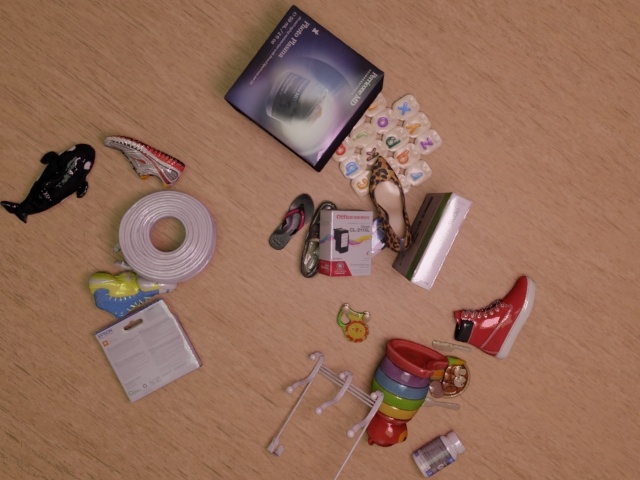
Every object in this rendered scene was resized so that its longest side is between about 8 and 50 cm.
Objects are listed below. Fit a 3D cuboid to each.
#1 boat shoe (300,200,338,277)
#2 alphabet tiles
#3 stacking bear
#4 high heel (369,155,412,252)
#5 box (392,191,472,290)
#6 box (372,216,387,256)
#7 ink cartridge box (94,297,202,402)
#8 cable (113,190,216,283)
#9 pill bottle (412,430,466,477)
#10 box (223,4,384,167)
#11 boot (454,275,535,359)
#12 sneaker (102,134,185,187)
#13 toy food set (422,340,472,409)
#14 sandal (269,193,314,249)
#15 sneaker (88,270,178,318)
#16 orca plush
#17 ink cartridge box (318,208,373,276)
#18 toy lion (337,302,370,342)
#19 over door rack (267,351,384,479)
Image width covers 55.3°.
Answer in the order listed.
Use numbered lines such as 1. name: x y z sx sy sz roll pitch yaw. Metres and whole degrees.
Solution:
1. boat shoe: -0.001 0.000 1.676 0.080 0.073 0.223 19 94 -2
2. alphabet tiles: 0.178 -0.261 1.687 0.278 0.021 0.284 -34 93 1
3. stacking bear: 0.210 0.431 1.669 0.164 0.175 0.289 25 105 29
4. high heel: 0.189 -0.100 1.590 0.093 0.186 0.261 -9 92 -3
5. box: 0.273 -0.007 1.554 0.058 0.322 0.232 25 94 -1
6. box: 0.141 0.000 1.701 0.136 0.028 0.081 -37 93 0
7. ink cartridge box: -0.479 0.303 1.708 0.223 0.045 0.224 -27 92 1
8. cable: -0.409 -0.014 1.641 0.257 0.089 0.257 22 76 2
9. pill bottle: 0.334 0.597 1.715 0.137 0.078 0.078 -33 93 2
10. box: -0.035 -0.385 1.588 0.294 0.183 0.296 37 93 1
11. boot: 0.472 0.188 1.688 0.176 0.088 0.244 24 97 0
12. sneaker: -0.487 -0.216 1.654 0.225 0.088 0.093 27 94 -2
13. toy food set: 0.358 0.387 1.721 0.132 0.038 0.192 9 94 -1
14. sandal: -0.077 -0.048 1.689 0.067 0.040 0.179 36 93 -2
15. sneaker: -0.514 0.149 1.690 0.240 0.091 0.126 4 112 -1
16. orca plush: -0.739 -0.161 1.648 0.287 0.102 0.151 -26 93 2
17. ink cartridge box: 0.067 0.004 1.629 0.127 0.072 0.175 -1 95 -25
18. toy lion: 0.093 0.237 1.716 0.100 0.034 0.096 22 101 -1
19. over door rack: 0.000 0.495 1.637 0.239 0.108 0.324 27 93 36
